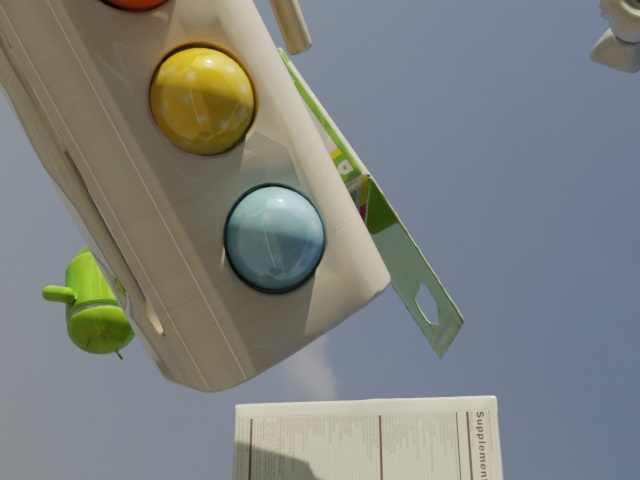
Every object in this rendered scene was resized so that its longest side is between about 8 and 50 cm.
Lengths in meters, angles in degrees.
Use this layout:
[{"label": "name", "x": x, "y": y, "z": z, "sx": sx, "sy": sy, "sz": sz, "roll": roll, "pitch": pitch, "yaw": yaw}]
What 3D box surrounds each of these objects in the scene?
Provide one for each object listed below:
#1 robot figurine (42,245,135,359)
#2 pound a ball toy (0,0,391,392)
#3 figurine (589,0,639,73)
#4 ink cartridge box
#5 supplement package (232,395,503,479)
[{"label": "robot figurine", "x": -0.206, "y": 0.056, "z": 0.987, "sx": 0.067, "sy": 0.101, "sz": 0.115, "roll": -33, "pitch": -129, "yaw": 30}, {"label": "pound a ball toy", "x": -0.058, "y": -0.107, "z": 0.574, "sx": 0.135, "sy": 0.208, "sz": 0.319, "roll": -6, "pitch": -68, "yaw": 63}, {"label": "figurine", "x": 0.444, "y": -0.245, "z": 1.299, "sx": 0.214, "sy": 0.092, "sz": 0.209, "roll": 18, "pitch": -12, "yaw": 10}, {"label": "ink cartridge box", "x": 0.000, "y": 0.000, "z": 0.854, "sx": 0.255, "sy": 0.097, "sz": 0.189, "roll": 56, "pitch": -8, "yaw": 13}, {"label": "supplement package", "x": 0.048, "y": 0.235, "z": 0.985, "sx": 0.134, "sy": 0.244, "sz": 0.139, "roll": 77, "pitch": 12, "yaw": -61}]
